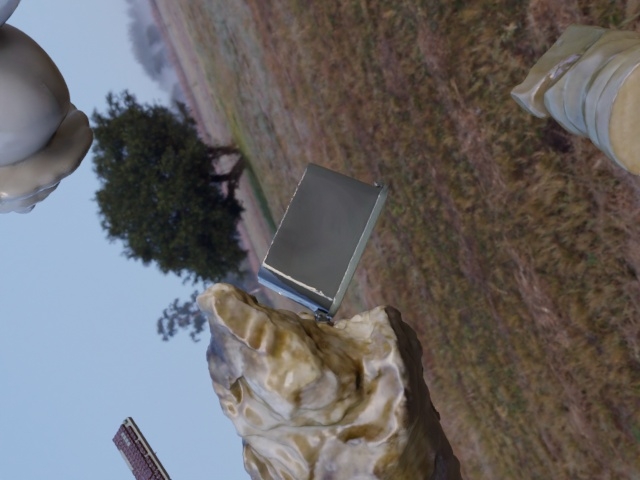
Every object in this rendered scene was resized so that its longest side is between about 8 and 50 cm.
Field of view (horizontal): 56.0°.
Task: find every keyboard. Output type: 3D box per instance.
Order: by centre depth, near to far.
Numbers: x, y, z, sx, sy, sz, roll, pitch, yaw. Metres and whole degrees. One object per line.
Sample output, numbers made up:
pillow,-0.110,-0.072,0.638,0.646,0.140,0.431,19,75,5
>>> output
keyboard,-0.276,0.351,0.942,0.166,0.055,0.017,41,-170,34

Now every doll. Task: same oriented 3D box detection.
doll,-0.204,-0.122,0.327,0.293,0.138,0.119,94,179,-47

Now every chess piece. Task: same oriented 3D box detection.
chess piece,0.306,-0.170,0.647,0.301,0.137,0.137,-95,-15,-65

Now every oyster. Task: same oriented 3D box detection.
oyster,0.039,0.147,0.444,0.341,0.110,0.166,63,-150,-24

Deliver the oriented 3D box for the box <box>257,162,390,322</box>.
box,0.000,0.000,0.485,0.069,0.122,0.084,24,168,1
